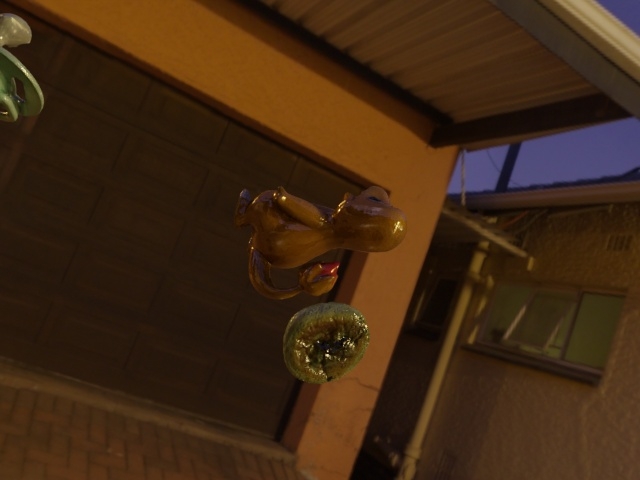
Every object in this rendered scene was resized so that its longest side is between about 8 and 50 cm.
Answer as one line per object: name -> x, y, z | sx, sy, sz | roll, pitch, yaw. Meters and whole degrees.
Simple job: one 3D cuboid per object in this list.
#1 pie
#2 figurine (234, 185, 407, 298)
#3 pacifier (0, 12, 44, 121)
pie -> 0.006, 0.094, 0.533 | 0.084, 0.084, 0.021 | 24, 7, -21
figurine -> 0.002, 0.003, 0.604 | 0.176, 0.122, 0.121 | -10, -37, 8
pacifier -> -0.361, -0.199, 0.646 | 0.150, 0.116, 0.127 | 23, -34, -2
